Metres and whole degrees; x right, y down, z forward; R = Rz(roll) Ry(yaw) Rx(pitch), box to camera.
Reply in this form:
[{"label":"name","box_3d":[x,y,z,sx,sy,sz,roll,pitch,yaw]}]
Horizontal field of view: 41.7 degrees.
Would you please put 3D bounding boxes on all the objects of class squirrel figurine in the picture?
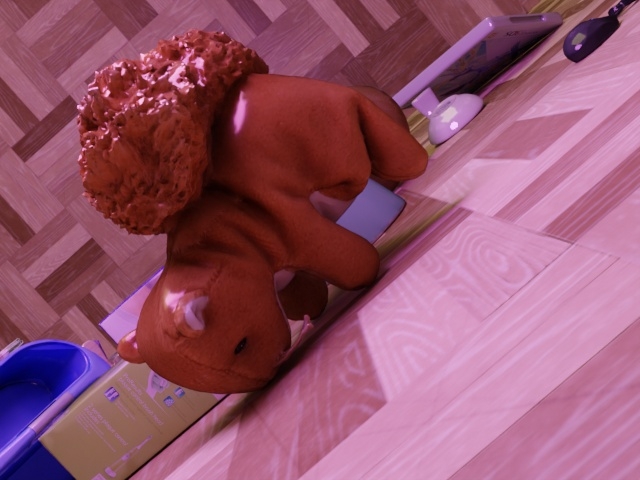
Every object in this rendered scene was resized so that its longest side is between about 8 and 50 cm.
[{"label":"squirrel figurine","box_3d":[-0.125,-0.032,0.965,0.281,0.397,0.371,-18,35,54]}]

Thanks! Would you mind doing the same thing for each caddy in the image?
[{"label":"caddy","box_3d":[-0.467,0.313,1.367,0.179,0.241,0.341,-43,3,38]}]

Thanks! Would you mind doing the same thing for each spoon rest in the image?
[{"label":"spoon rest","box_3d":[0.269,-0.264,1.779,0.137,0.084,0.276,-42,18,7]}]

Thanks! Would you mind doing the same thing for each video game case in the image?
[{"label":"video game case","box_3d":[0.361,-0.414,1.949,0.299,0.036,0.329,-18,-13,-43]}]

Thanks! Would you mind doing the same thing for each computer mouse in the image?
[{"label":"computer mouse","box_3d":[0.440,-0.348,1.296,0.242,0.041,0.071,-44,5,-35]}]

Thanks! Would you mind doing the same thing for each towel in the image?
[{"label":"towel","box_3d":[-0.569,0.236,1.419,0.152,0.023,0.113,-48,-2,-40]}]

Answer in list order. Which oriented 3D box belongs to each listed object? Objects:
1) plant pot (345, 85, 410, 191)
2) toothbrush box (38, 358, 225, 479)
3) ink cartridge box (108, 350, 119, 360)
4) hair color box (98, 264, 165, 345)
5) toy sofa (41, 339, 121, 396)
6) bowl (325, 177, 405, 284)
[{"label":"plant pot","box_3d":[0.006,-0.178,1.551,0.237,0.237,0.254,-38,-17,29]},{"label":"toothbrush box","box_3d":[-0.220,0.196,1.172,0.283,0.122,0.206,-39,6,10]},{"label":"ink cartridge box","box_3d":[-0.362,0.241,1.880,0.273,0.114,0.197,-45,6,-25]},{"label":"hair color box","box_3d":[-0.223,0.108,1.572,0.339,0.185,0.110,-43,5,-12]},{"label":"toy sofa","box_3d":[-0.507,0.364,1.582,0.362,0.177,0.150,-45,7,-32]},{"label":"bowl","box_3d":[-0.031,-0.021,1.369,0.311,0.163,0.311,-42,5,5]}]
